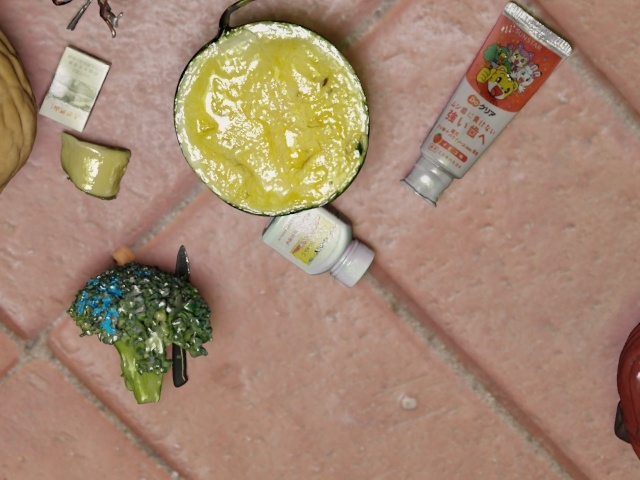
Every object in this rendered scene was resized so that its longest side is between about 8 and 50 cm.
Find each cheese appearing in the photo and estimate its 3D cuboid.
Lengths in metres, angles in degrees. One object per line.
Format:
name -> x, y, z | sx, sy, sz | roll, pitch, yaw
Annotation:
cheese -> -0.261, -0.085, 1.847 | 0.084, 0.041, 0.060 | 21, 105, -5

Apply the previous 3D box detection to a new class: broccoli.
broccoli -> -0.202, 0.102, 1.839 | 0.167, 0.154, 0.160 | -2, 111, -1

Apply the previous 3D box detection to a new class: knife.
knife -> -0.161, 0.089, 1.904 | 0.023, 0.010, 0.170 | 2, 102, 2

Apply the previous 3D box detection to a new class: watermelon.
watermelon -> -0.053, -0.140, 1.786 | 0.204, 0.127, 0.232 | -35, 94, 8

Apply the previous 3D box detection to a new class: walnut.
walnut -> -0.420, -0.151, 1.751 | 0.225, 0.225, 0.261 | -31, 107, 8

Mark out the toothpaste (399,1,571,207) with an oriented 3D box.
toothpaste -> 0.176, -0.145, 1.825 | 0.089, 0.057, 0.234 | 36, 94, -4

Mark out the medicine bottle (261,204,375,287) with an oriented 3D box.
medicine bottle -> 0.000, 0.000, 1.857 | 0.118, 0.055, 0.074 | 36, 100, -8

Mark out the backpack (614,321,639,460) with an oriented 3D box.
backpack -> 0.431, 0.165, 1.844 | 0.229, 0.139, 0.229 | 0, 108, 0

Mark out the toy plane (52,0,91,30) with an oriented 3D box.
toy plane -> -0.252, -0.300, 1.799 | 0.060, 0.037, 0.145 | 39, 102, -12

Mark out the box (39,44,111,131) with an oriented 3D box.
box -> -0.274, -0.170, 1.837 | 0.054, 0.024, 0.083 | 24, 103, -6

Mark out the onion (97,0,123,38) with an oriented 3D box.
onion -> -0.254, -0.361, 1.692 | 0.273, 0.273, 0.285 | -23, 131, 6
